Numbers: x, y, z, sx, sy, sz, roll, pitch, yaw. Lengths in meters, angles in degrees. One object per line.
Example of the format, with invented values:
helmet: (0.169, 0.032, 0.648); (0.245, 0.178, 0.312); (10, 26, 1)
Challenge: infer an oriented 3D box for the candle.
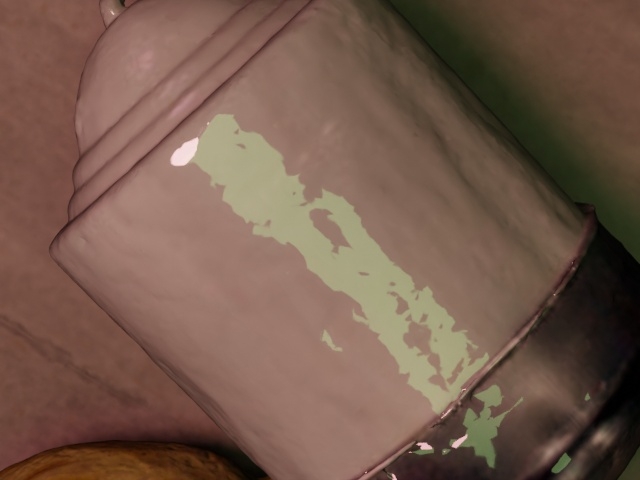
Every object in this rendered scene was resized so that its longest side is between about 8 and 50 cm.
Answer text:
candle: (0.000, 0.000, 0.726); (0.221, 0.221, 0.342); (-45, 98, 6)

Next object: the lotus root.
lotus root: (-0.105, 0.173, 0.806); (0.214, 0.138, 0.138); (-17, 102, -11)
